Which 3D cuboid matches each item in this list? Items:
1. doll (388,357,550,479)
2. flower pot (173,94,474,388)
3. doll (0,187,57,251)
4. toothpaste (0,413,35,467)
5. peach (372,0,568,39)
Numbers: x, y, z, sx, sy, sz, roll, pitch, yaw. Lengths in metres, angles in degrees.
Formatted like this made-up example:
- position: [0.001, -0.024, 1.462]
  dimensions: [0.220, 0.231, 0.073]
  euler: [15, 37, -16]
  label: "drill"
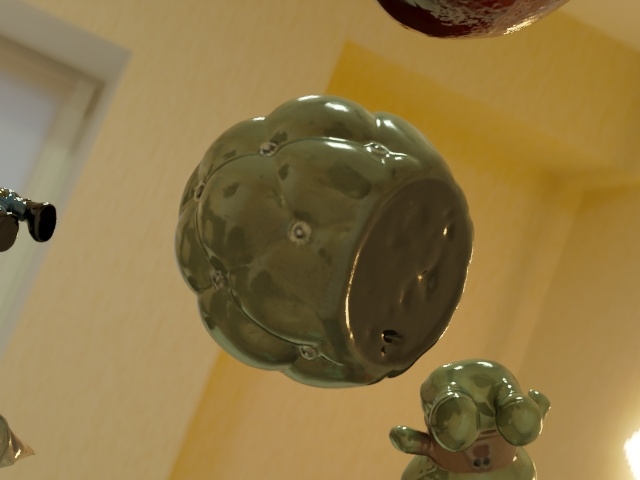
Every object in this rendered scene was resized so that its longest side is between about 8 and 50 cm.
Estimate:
- position: [0.142, 0.206, 1.283]
  dimensions: [0.155, 0.113, 0.275]
  euler: [-14, -42, -9]
  label: "doll"
- position: [0.000, 0.000, 1.135]
  dimensions: [0.195, 0.246, 0.246]
  euler: [20, -8, 38]
  label: "flower pot"
- position: [-0.297, -0.042, 1.109]
  dimensions: [0.195, 0.070, 0.096]
  euler: [23, 20, 35]
  label: "doll"
- position: [-0.328, 0.191, 1.333]
  dimensions: [0.096, 0.061, 0.266]
  euler: [21, -11, -5]
  label: "toothpaste"
- position: [0.098, -0.255, 0.799]
  dimensions: [0.248, 0.245, 0.275]
  euler: [13, -33, -1]
  label: "peach"
